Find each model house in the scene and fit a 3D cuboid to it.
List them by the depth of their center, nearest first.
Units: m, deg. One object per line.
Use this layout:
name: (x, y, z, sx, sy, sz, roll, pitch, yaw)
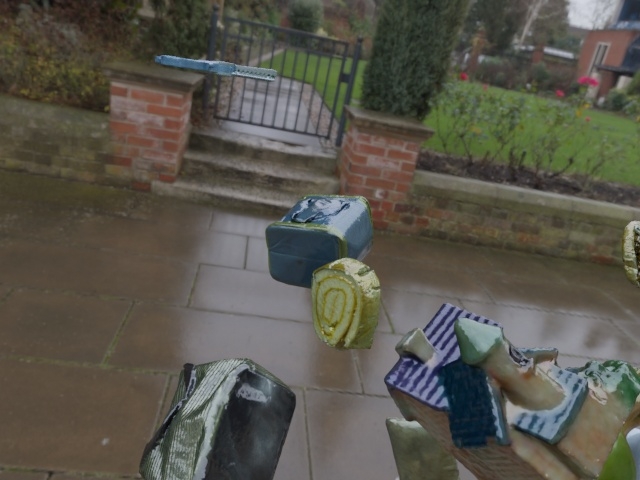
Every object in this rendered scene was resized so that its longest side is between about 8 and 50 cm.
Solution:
model house: (0.271, 0.223, 0.859, 0.280, 0.312, 0.245, 43, 65, 7)

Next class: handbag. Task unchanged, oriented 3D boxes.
handbag: (-0.238, 0.446, 1.237, 0.240, 0.340, 0.247, -5, -36, 39)
handbag: (0.000, 0.000, 1.513, 0.263, 0.222, 0.241, 4, 26, 27)

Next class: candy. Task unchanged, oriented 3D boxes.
candy: (0.748, 0.563, 1.369, 0.138, 0.174, 0.071, -6, 11, -2)

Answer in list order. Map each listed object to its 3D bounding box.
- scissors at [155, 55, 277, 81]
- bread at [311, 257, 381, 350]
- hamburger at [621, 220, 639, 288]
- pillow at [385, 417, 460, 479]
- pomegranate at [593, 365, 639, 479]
scissors: (-0.212, -0.363, 1.136, 0.256, 0.030, 0.125, -1, 19, -30)
bread: (0.040, 0.106, 0.877, 0.064, 0.156, 0.118, -11, 24, -42)
hamburger: (0.752, 0.025, 1.195, 0.114, 0.177, 0.185, -8, -39, 48)
pillow: (0.297, 0.614, 1.511, 0.185, 0.302, 0.075, -7, 23, 15)
pomegranate: (0.491, 0.392, 1.028, 0.216, 0.359, 0.309, 53, 13, -15)
